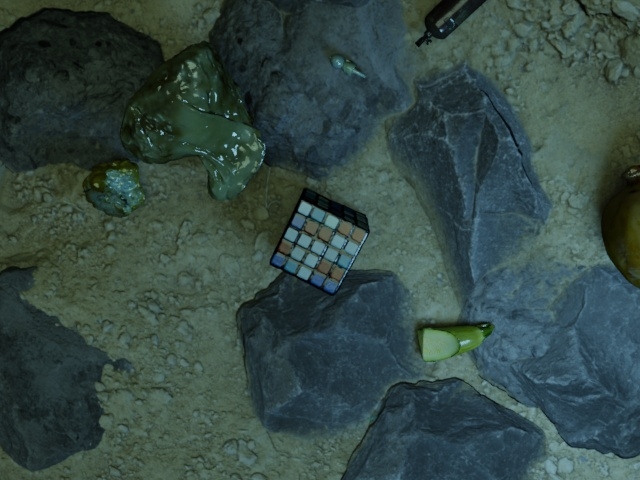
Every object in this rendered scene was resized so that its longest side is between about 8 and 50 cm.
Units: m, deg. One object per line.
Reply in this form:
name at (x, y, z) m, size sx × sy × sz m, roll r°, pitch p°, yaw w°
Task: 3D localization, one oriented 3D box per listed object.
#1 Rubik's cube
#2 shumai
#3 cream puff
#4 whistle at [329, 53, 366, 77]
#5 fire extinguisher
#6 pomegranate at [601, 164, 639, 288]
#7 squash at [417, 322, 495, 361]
Rubik's cube at (0.000, 0.000, 1.667) m, size 0.184 × 0.182 × 0.187 m, roll 24°, pitch 103°, yaw -3°
shumai at (-0.253, -0.256, 1.564) m, size 0.288 × 0.292 × 0.330 m, roll 47°, pitch 137°, yaw 6°
cream puff at (-0.508, -0.137, 1.710) m, size 0.121 × 0.156 × 0.156 m, roll 19°, pitch 107°, yaw 43°
whistle at (0.064, -0.417, 1.652) m, size 0.100 × 0.035 × 0.035 m, roll 28°, pitch 102°, yaw -4°
fire extinguisher at (0.319, -0.541, 1.582) m, size 0.268 × 0.089 × 0.072 m, roll -41°, pitch 99°, yaw 10°
pomegranate at (0.783, -0.016, 1.562) m, size 0.308 × 0.307 × 0.307 m, roll 1°, pitch 102°, yaw 3°
squash at (0.351, 0.251, 1.752) m, size 0.200 × 0.075 × 0.090 m, roll -13°, pitch 75°, yaw 5°
